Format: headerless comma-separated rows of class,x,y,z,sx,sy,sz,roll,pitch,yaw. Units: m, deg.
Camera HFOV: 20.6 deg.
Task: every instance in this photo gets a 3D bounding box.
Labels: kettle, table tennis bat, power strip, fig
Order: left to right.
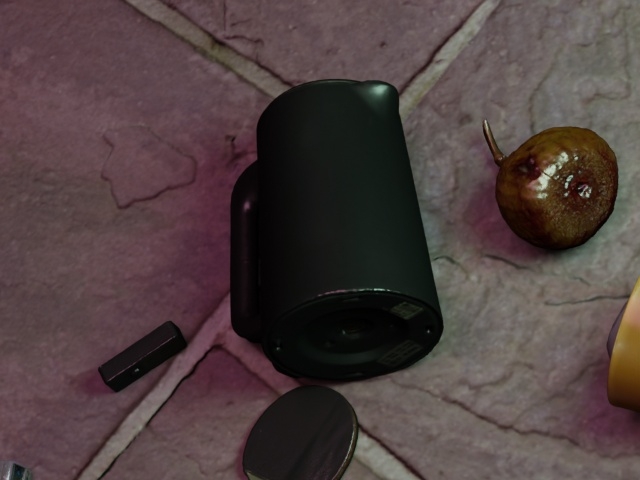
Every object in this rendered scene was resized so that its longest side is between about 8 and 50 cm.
power strip,-0.217,0.143,2.151,0.111,0.038,0.029,-34,57,5
table tennis bat,-0.041,0.264,2.025,0.130,0.019,0.220,23,73,32
kettle,0.015,0.000,2.067,0.203,0.262,0.308,3,56,-15
fig,0.240,-0.069,2.037,0.146,0.133,0.201,-29,29,-27

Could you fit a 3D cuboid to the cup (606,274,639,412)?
cup,0.438,0.107,1.836,0.264,0.182,0.226,19,41,22

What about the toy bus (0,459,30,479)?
toy bus,-0.420,0.290,2.151,0.131,0.052,0.037,-5,60,20
